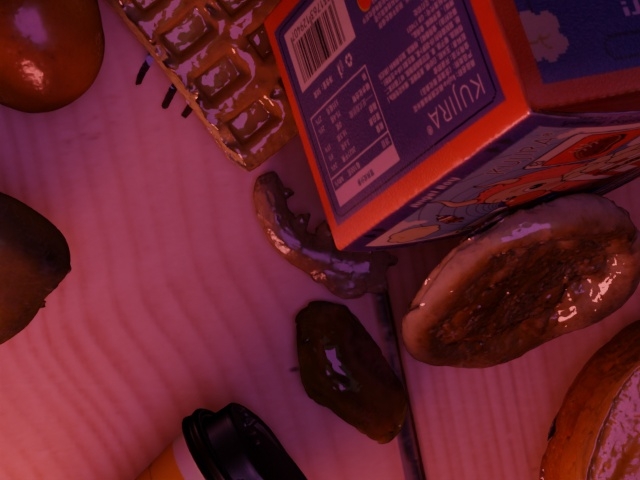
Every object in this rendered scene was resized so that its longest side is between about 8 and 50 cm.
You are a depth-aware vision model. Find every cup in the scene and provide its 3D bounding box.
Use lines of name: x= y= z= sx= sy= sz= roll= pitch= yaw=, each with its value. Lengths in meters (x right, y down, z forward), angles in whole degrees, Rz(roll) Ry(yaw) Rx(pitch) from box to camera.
cup: x=-0.136 y=0.302 z=1.346 sx=0.279 sy=0.196 sz=0.196 roll=-40 pitch=100 yaw=3

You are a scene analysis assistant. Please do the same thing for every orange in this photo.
orange: x=-0.273 y=-0.199 z=1.299 sx=0.159 sy=0.159 sz=0.136 roll=47 pitch=53 yaw=-10

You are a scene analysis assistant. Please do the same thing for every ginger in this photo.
ginger: x=-0.003 y=0.002 z=1.406 sx=0.173 sy=0.051 sz=0.069 roll=35 pitch=85 yaw=-12

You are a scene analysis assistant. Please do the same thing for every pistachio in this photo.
pistachio: x=0.029 y=0.142 z=1.423 sx=0.089 sy=0.049 sz=0.173 roll=-35 pitch=99 yaw=-4

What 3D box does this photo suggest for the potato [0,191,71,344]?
potato: x=-0.404 y=0.024 z=1.266 sx=0.351 sy=0.202 sz=0.218 roll=4 pitch=106 yaw=-17

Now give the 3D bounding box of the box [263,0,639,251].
box: x=0.180 y=-0.171 z=1.206 sx=0.318 sy=0.348 sz=0.257 roll=-11 pitch=77 yaw=-28

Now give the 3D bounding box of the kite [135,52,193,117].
kite: x=-0.111 y=-0.237 z=1.389 sx=0.127 sy=0.016 sz=0.229 roll=32 pitch=86 yaw=-7

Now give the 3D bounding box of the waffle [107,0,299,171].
waffle: x=-0.065 y=-0.229 z=1.362 sx=0.221 sy=0.055 sz=0.248 roll=-40 pitch=104 yaw=-9

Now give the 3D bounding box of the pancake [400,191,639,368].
pancake: x=0.195 y=0.050 z=1.347 sx=0.282 sy=0.282 sz=0.049 roll=-19 pitch=60 yaw=-7

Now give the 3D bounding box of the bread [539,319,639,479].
bread: x=0.347 y=0.207 z=1.434 sx=0.195 sy=0.142 sz=0.270 roll=30 pitch=87 yaw=-8
